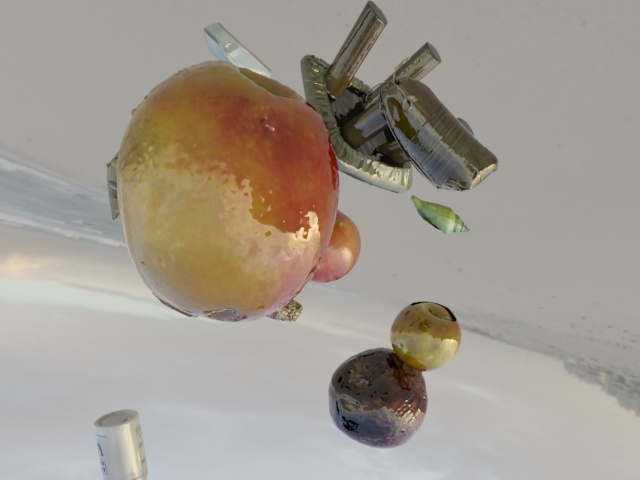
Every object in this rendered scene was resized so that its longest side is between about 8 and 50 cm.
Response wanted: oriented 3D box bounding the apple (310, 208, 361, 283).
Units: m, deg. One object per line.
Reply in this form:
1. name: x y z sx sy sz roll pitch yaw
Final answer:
1. apple: 0.000 0.000 1.439 0.209 0.209 0.164 10 137 12

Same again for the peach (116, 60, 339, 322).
1. peach: -0.137 -0.056 0.815 0.372 0.373 0.290 9 -164 23

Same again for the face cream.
1. face cream: -0.650 0.766 1.903 0.145 0.370 0.145 -7 -175 1

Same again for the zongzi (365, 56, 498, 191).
1. zongzi: 0.186 -0.188 1.055 0.248 0.111 0.241 47 178 -3

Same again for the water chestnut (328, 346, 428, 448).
1. water chestnut: 0.193 0.529 1.897 0.350 0.350 0.302 9 134 29

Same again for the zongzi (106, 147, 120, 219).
1. zongzi: -0.560 -0.171 1.628 0.078 0.176 0.160 11 -150 -5

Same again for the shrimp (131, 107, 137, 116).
1. shrimp: -0.415 -0.277 1.573 0.145 0.059 0.254 45 180 44

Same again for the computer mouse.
1. computer mouse: -0.236 -0.520 1.598 0.231 0.079 0.128 26 -157 -48

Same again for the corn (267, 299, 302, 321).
1. corn: -0.197 0.191 1.854 0.290 0.098 0.098 18 176 5

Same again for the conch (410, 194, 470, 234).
1. conch: 0.369 -0.071 1.779 0.200 0.079 0.095 33 158 20

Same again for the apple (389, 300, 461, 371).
1. apple: 0.341 0.297 1.821 0.237 0.207 0.237 24 -152 -14

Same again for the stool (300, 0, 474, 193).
1. stool: 0.142 -0.294 1.232 0.226 0.310 0.310 -31 151 34
